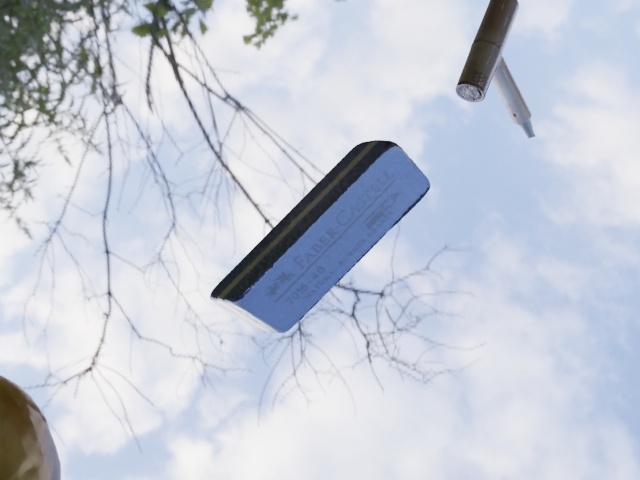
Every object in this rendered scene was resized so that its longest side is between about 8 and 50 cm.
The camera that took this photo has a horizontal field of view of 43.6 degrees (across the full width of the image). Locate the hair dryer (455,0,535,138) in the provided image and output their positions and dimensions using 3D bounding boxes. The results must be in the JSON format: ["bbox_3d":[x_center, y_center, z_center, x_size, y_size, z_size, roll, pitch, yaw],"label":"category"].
[{"bbox_3d":[0.332,-0.280,1.377,0.053,0.220,0.195,0,-119,48],"label":"hair dryer"}]

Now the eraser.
[{"bbox_3d":[0.000,0.000,0.751,0.225,0.082,0.036,-45,-136,4],"label":"eraser"}]

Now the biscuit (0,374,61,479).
[{"bbox_3d":[-0.276,0.121,0.394,0.299,0.154,0.045,-13,-179,-45],"label":"biscuit"}]
